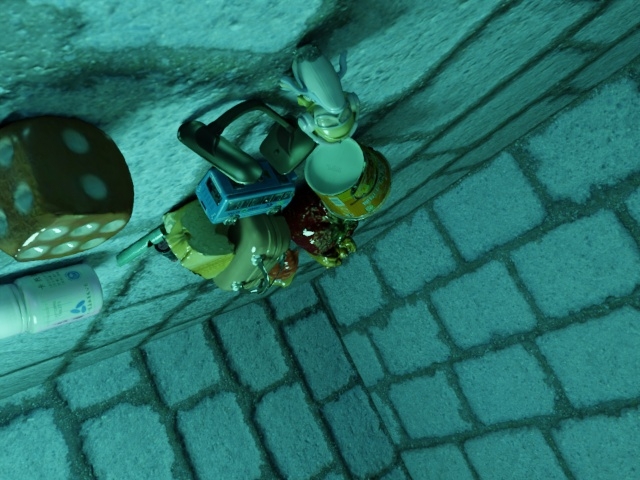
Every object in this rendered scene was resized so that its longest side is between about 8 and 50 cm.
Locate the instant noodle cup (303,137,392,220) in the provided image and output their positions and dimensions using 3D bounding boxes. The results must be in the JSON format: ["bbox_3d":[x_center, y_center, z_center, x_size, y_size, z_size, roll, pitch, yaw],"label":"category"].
[{"bbox_3d":[0.067,-0.186,1.412,0.230,0.230,0.182,-30,160,17],"label":"instant noodle cup"}]

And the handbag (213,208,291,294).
[{"bbox_3d":[-0.209,0.030,1.463,0.149,0.283,0.302,-3,145,-44],"label":"handbag"}]

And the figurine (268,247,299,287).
[{"bbox_3d":[-0.202,0.117,2.367,0.208,0.180,0.257,12,171,8],"label":"figurine"}]

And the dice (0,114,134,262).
[{"bbox_3d":[-0.418,-0.078,0.800,0.174,0.179,0.175,-32,166,27],"label":"dice"}]

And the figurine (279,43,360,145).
[{"bbox_3d":[-0.002,-0.271,0.932,0.128,0.183,0.208,-25,-148,-5],"label":"figurine"}]

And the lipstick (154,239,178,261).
[{"bbox_3d":[-0.477,0.038,1.583,0.053,0.053,0.234,-24,172,-14],"label":"lipstick"}]

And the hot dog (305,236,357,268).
[{"bbox_3d":[0.000,0.000,1.913,0.158,0.117,0.349,-28,-145,-18],"label":"hot dog"}]

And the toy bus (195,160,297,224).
[{"bbox_3d":[-0.182,-0.132,1.299,0.246,0.113,0.134,-16,159,-40],"label":"toy bus"}]

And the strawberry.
[{"bbox_3d":[-0.011,-0.089,1.711,0.274,0.220,0.274,-26,127,-40],"label":"strawberry"}]

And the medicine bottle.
[{"bbox_3d":[-0.708,0.155,1.290,0.255,0.152,0.152,-16,165,-46],"label":"medicine bottle"}]

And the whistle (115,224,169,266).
[{"bbox_3d":[-0.509,0.018,1.427,0.186,0.039,0.039,-30,169,17],"label":"whistle"}]

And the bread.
[{"bbox_3d":[-0.353,0.006,1.355,0.224,0.183,0.211,-38,163,37],"label":"bread"}]

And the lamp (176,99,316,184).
[{"bbox_3d":[-0.108,-0.188,1.008,0.283,0.203,0.124,-4,136,-56],"label":"lamp"}]
